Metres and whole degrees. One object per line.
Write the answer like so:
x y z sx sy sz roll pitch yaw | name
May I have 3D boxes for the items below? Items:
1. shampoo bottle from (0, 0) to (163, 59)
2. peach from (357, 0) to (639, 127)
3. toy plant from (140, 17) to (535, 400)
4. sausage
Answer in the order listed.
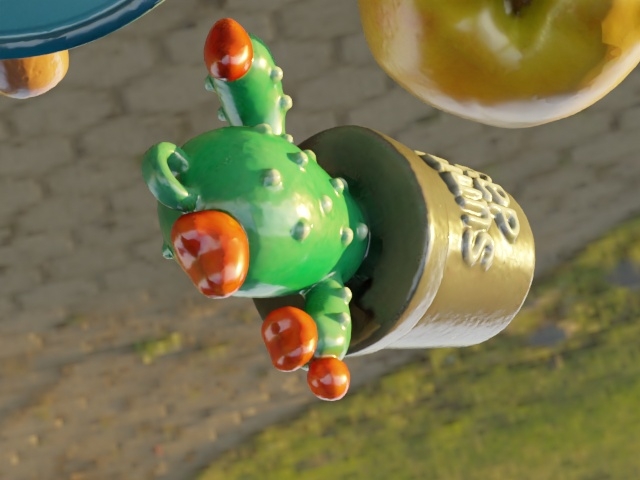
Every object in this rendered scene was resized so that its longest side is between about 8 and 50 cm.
-0.179 -0.308 1.168 0.331 0.331 0.343 -16 -166 9 | shampoo bottle
0.169 -0.239 1.567 0.289 0.289 0.308 -17 -164 12 | peach
0.000 -0.014 1.410 0.185 0.279 0.400 -2 172 39 | toy plant
-0.394 -0.308 2.203 0.121 0.121 0.304 -13 140 -1 | sausage
